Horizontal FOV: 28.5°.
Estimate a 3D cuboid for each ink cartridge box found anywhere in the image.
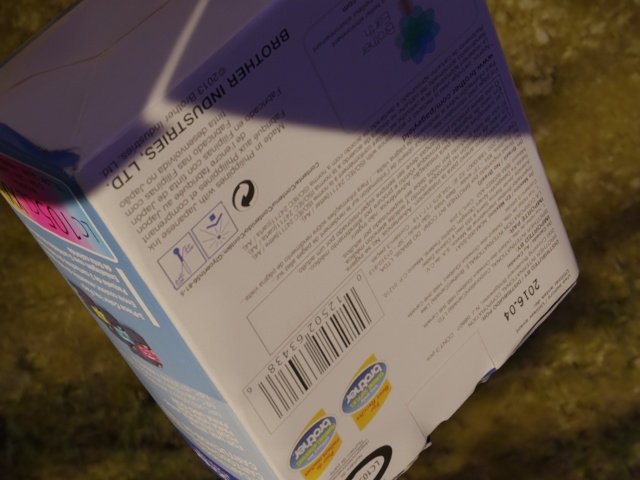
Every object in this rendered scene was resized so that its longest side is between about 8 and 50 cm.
[{"bbox_3d":[0.000,0.000,0.783,0.270,0.151,0.395,-44,130,-19],"label":"ink cartridge box"}]
